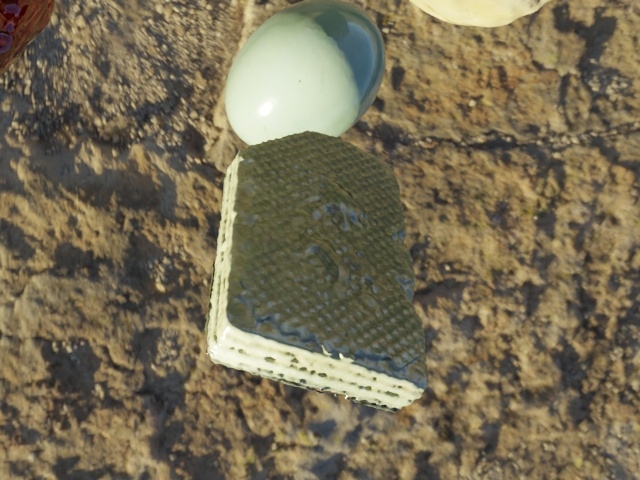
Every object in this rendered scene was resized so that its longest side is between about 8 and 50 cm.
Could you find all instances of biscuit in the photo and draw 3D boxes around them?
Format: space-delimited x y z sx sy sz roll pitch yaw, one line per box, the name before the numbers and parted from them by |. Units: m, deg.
biscuit | 0.000 0.000 0.595 0.150 0.252 0.052 21 128 -18

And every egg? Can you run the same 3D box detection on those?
egg | -0.022 -0.201 1.007 0.231 0.168 0.168 -33 123 30

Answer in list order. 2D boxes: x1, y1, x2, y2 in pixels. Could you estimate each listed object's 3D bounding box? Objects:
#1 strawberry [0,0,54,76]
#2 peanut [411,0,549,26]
strawberry | -0.441 -0.281 0.818 0.318 0.345 0.295 -9 95 -10
peanut | 0.053 -0.221 0.467 0.124 0.256 0.123 -33 157 -16
